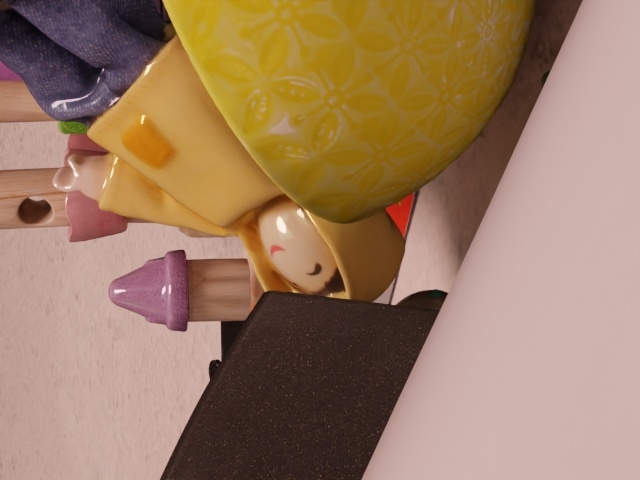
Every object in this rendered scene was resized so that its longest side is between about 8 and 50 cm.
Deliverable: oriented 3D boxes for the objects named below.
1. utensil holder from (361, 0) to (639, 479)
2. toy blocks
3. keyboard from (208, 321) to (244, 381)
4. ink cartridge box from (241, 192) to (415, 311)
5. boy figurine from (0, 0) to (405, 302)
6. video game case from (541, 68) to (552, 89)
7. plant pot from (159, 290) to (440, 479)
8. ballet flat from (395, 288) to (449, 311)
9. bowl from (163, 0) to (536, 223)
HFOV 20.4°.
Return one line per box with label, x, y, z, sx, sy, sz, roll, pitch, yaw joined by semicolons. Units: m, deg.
utensil holder;0.187;0.040;0.412;0.328;0.327;0.385;-117;36;-43
toy blocks;-0.179;-0.103;1.159;0.309;0.260;0.289;-100;12;-50
keyboard;-0.053;0.122;1.315;0.108;0.023;0.180;6;97;59
ink cartridge box;0.000;0.000;1.157;0.145;0.045;0.179;-123;36;-48
boy figurine;-0.078;-0.055;0.953;0.177;0.285;0.092;-31;25;43
video game case;0.170;-0.003;0.799;0.193;0.023;0.212;150;115;-63
plant pot;0.041;0.121;0.880;0.187;0.188;0.167;6;80;39
ballet flat;0.045;0.128;1.031;0.068;0.072;0.213;-54;-20;-72
bowl;0.036;-0.168;0.881;0.156;0.289;0.290;-20;69;21
